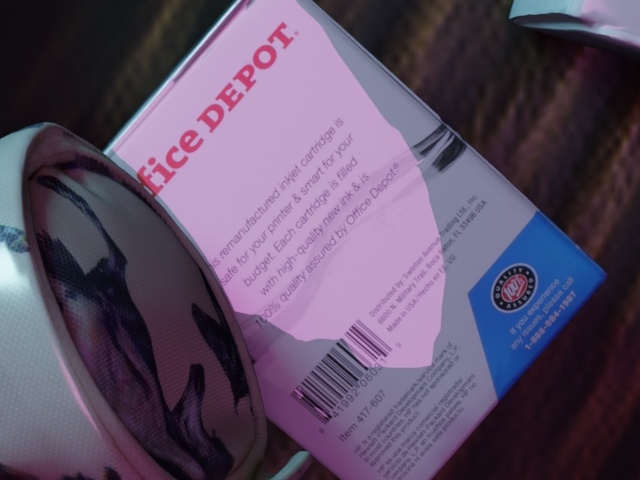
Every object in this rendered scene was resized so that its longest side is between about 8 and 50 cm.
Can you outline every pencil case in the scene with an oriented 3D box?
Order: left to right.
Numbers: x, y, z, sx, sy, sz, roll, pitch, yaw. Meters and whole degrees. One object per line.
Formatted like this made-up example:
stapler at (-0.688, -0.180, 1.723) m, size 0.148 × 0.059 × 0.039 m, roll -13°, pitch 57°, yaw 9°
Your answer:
pencil case at (-0.218, 0.113, 0.626) m, size 0.410 × 0.160 × 0.184 m, roll -27°, pitch 102°, yaw 10°

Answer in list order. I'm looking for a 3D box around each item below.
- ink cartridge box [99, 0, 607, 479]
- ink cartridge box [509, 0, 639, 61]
ink cartridge box at (0.000, 0.000, 0.727) m, size 0.203 × 0.086 × 0.148 m, roll 42°, pitch 90°, yaw -11°
ink cartridge box at (0.221, -0.200, 0.722) m, size 0.198 × 0.115 × 0.273 m, roll 15°, pitch 94°, yaw -10°
